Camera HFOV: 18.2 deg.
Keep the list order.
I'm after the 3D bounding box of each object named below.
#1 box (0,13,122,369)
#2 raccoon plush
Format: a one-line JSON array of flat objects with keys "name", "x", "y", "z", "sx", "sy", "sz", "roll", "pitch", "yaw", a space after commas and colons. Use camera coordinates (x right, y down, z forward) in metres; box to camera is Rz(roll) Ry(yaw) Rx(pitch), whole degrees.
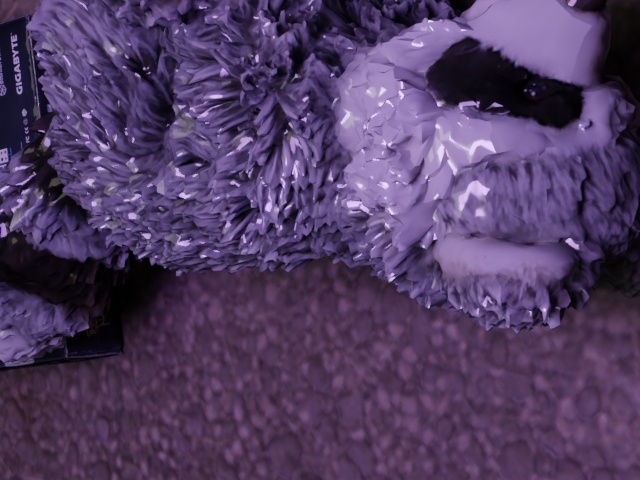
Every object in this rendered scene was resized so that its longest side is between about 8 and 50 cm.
[{"name": "box", "x": -0.215, "y": -0.024, "z": 1.301, "sx": 0.175, "sy": 0.051, "sz": 0.220, "roll": -11, "pitch": 85, "yaw": 42}, {"name": "raccoon plush", "x": 0.000, "y": 0.000, "z": 1.051, "sx": 0.299, "sy": 0.216, "sz": 0.446, "roll": 51, "pitch": 142, "yaw": 17}]
